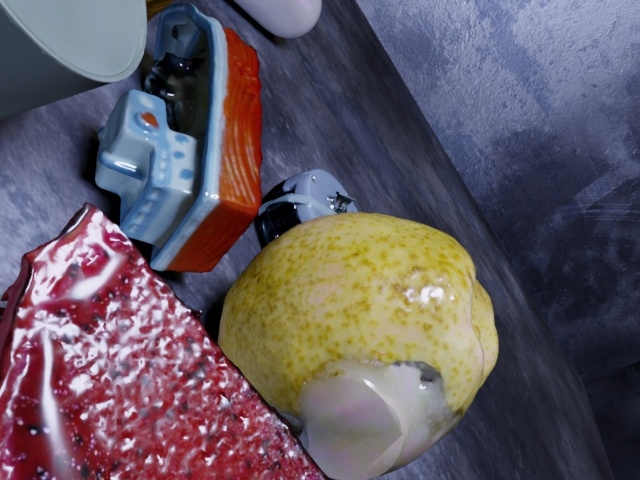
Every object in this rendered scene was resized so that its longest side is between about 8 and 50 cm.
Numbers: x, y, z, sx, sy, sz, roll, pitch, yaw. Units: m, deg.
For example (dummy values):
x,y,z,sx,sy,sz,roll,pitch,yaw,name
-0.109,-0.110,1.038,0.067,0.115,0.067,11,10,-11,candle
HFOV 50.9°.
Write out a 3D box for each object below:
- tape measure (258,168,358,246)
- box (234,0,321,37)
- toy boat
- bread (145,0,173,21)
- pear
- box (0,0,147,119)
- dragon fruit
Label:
x,y,z,sx,sy,sz,roll,pitch,yaw,name
-0.001,-0.005,0.898,0.182,0.107,0.181,5,65,-63,tape measure
-0.134,-0.542,1.218,0.349,0.141,0.289,26,41,-57,box
-0.146,-0.132,0.680,0.133,0.145,0.332,19,44,-28,toy boat
-0.220,-0.312,0.722,0.149,0.143,0.158,55,25,-17,bread
0.040,0.097,0.660,0.271,0.271,0.271,49,24,-30,pear
-0.236,-0.193,0.436,0.226,0.149,0.226,-13,90,-76,box
-0.114,0.123,0.421,0.262,0.163,0.189,51,-11,-17,dragon fruit
